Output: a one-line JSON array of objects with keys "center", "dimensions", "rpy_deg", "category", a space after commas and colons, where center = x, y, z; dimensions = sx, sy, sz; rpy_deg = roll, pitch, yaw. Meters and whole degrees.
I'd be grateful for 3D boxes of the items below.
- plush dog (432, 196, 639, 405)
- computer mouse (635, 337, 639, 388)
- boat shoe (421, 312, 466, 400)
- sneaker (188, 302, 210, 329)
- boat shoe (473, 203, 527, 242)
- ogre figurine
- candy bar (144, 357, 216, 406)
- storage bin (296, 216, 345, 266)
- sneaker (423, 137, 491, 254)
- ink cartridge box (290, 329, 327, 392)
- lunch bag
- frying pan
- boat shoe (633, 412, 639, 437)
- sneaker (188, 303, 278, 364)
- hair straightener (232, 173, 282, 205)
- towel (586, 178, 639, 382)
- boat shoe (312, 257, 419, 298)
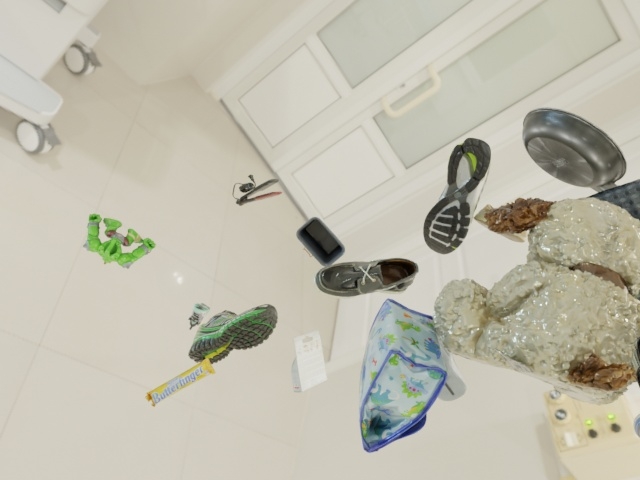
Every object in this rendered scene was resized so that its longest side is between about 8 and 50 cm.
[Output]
[{"center": [0.292, 0.055, 0.568], "dimensions": [0.262, 0.210, 0.225], "rpy_deg": [20, 77, 0], "category": "plush dog"}, {"center": [0.425, 0.154, 0.496], "dimensions": [0.272, 0.072, 0.189], "rpy_deg": [76, 18, -62], "category": "computer mouse"}, {"center": [0.248, 0.258, 1.123], "dimensions": [0.302, 0.109, 0.094], "rpy_deg": [59, 7, -35], "category": "boat shoe"}, {"center": [-0.311, 0.194, 1.227], "dimensions": [0.038, 0.069, 0.098], "rpy_deg": [33, -6, 5], "category": "sneaker"}, {"center": [0.412, -0.046, 1.112], "dimensions": [0.063, 0.059, 0.170], "rpy_deg": [30, 8, -24], "category": "boat shoe"}, {"center": [-0.598, 0.006, 1.427], "dimensions": [0.197, 0.096, 0.118], "rpy_deg": [42, 46, -26], "category": "ogre figurine"}, {"center": [-0.313, 0.318, 1.095], "dimensions": [0.040, 0.161, 0.018], "rpy_deg": [62, -6, -13], "category": "candy bar"}, {"center": [0.000, 0.000, 1.387], "dimensions": [0.135, 0.098, 0.091], "rpy_deg": [48, 11, -5], "category": "storage bin"}, {"center": [0.342, -0.102, 1.184], "dimensions": [0.111, 0.300, 0.121], "rpy_deg": [29, 27, 22], "category": "sneaker"}, {"center": [-0.048, 0.407, 1.664], "dimensions": [0.145, 0.045, 0.179], "rpy_deg": [-4, 81, -53], "category": "ink cartridge box"}, {"center": [0.093, 0.177, 0.633], "dimensions": [0.096, 0.151, 0.129], "rpy_deg": [25, 22, -3], "category": "lunch bag"}, {"center": [0.488, -0.120, 0.903], "dimensions": [0.326, 0.053, 0.197], "rpy_deg": [42, -3, -22], "category": "frying pan"}, {"center": [0.542, 0.283, 0.753], "dimensions": [0.183, 0.066, 0.066], "rpy_deg": [77, 0, -45], "category": "boat shoe"}, {"center": [-0.285, 0.271, 1.573], "dimensions": [0.134, 0.343, 0.146], "rpy_deg": [45, 30, -39], "category": "sneaker"}, {"center": [-0.213, -0.169, 1.582], "dimensions": [0.047, 0.230, 0.089], "rpy_deg": [-11, 89, -43], "category": "hair straightener"}, {"center": [0.555, 0.058, 0.793], "dimensions": [0.056, 0.312, 0.324], "rpy_deg": [-7, 77, -58], "category": "towel"}, {"center": [0.097, 0.072, 1.038], "dimensions": [0.233, 0.079, 0.084], "rpy_deg": [-1, 65, -22], "category": "boat shoe"}]
